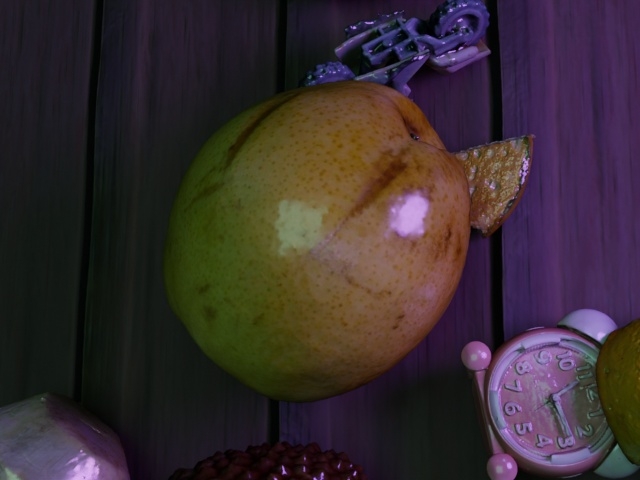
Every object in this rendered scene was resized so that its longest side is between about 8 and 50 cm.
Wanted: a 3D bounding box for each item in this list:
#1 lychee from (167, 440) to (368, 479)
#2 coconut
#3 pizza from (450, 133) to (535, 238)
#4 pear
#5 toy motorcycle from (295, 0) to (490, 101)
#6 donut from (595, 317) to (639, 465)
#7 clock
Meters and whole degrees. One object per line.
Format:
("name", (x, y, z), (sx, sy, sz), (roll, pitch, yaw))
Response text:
("lychee", (-0.055, 0.314, 0.985), (0.271, 0.271, 0.271), (-4, 77, 17))
("coconut", (-0.308, 0.292, 1.086), (0.237, 0.197, 0.237), (-3, 78, 13))
("pizza", (0.171, -0.072, 1.096), (0.108, 0.026, 0.123), (27, 90, 24))
("pear", (0.000, 0.000, 0.989), (0.314, 0.314, 0.314), (-4, 77, 17))
("toy motorcycle", (0.082, -0.180, 1.110), (0.229, 0.130, 0.094), (-27, 50, -3))
("donut", (0.345, 0.145, 0.937), (0.162, 0.065, 0.178), (-28, 79, -23))
("clock", (0.231, 0.158, 1.000), (0.162, 0.093, 0.166), (-12, 73, 6))
